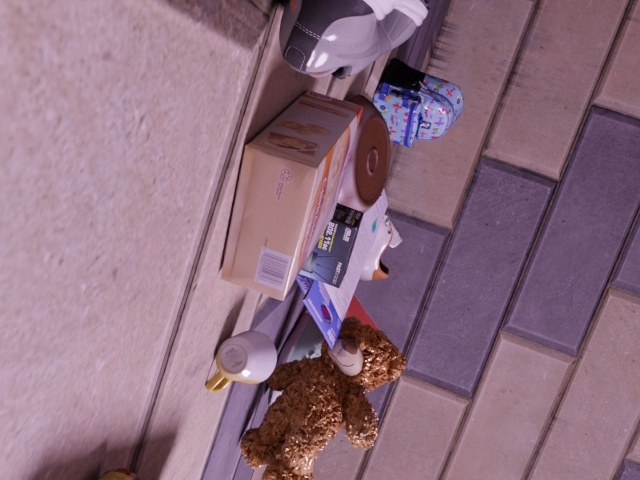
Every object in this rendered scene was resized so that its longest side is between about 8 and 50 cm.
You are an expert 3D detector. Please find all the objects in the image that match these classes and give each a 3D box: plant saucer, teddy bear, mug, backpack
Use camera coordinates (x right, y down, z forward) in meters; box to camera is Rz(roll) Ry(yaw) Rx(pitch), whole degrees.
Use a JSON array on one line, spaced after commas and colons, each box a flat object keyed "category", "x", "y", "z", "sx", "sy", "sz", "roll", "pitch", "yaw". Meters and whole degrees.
[{"category": "plant saucer", "x": 0.067, "y": -0.124, "z": 1.029, "sx": 0.199, "sy": 0.036, "sz": 0.198, "roll": -31, "pitch": 125, "yaw": -58}, {"category": "teddy bear", "x": -0.009, "y": 0.281, "z": 1.148, "sx": 0.338, "sy": 0.113, "sz": 0.245, "roll": -40, "pitch": -142, "yaw": 10}, {"category": "mug", "x": -0.090, "y": 0.140, "z": 0.753, "sx": 0.064, "sy": 0.062, "sz": 0.078, "roll": 32, "pitch": 71, "yaw": -75}, {"category": "plant saucer", "x": 0.068, "y": 0.150, "z": 1.442, "sx": 0.048, "sy": 0.259, "sz": 0.258, "roll": -37, "pitch": 171, "yaw": -2}, {"category": "backpack", "x": 0.198, "y": -0.268, "z": 1.370, "sx": 0.158, "sy": 0.173, "sz": 0.116, "roll": 101, "pitch": 11, "yaw": -57}]

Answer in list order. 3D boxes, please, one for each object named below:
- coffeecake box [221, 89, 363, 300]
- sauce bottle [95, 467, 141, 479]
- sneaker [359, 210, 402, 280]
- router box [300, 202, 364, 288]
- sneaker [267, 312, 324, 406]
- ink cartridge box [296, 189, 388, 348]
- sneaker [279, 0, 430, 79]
[{"category": "coffeecake box", "x": -0.024, "y": -0.053, "z": 0.664, "sx": 0.185, "sy": 0.068, "sz": 0.142, "roll": -60, "pitch": 167, "yaw": -58}, {"category": "sauce bottle", "x": -0.157, "y": 0.193, "z": 0.432, "sx": 0.128, "sy": 0.042, "sz": 0.042, "roll": -34, "pitch": 144, "yaw": -76}, {"category": "sneaker", "x": 0.113, "y": -0.055, "z": 1.383, "sx": 0.106, "sy": 0.123, "sz": 0.290, "roll": -66, "pitch": 159, "yaw": -68}, {"category": "router box", "x": 0.000, "y": 0.000, "z": 0.909, "sx": 0.038, "sy": 0.092, "sz": 0.122, "roll": -63, "pitch": 170, "yaw": -46}, {"category": "sneaker", "x": -0.007, "y": 0.258, "z": 1.360, "sx": 0.256, "sy": 0.151, "sz": 0.094, "roll": -59, "pitch": 169, "yaw": -53}, {"category": "ink cartridge box", "x": 0.030, "y": 0.004, "z": 1.118, "sx": 0.185, "sy": 0.065, "sz": 0.311, "roll": 66, "pitch": 39, "yaw": -55}, {"category": "sneaker", "x": 0.024, "y": -0.198, "z": 0.588, "sx": 0.108, "sy": 0.100, "sz": 0.271, "roll": -58, "pitch": 174, "yaw": 20}]
